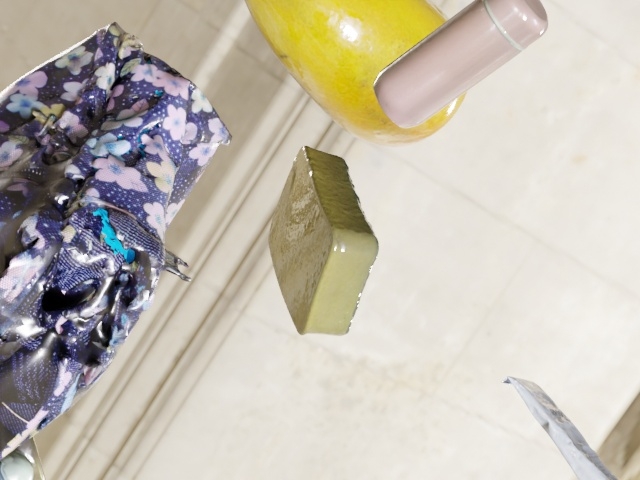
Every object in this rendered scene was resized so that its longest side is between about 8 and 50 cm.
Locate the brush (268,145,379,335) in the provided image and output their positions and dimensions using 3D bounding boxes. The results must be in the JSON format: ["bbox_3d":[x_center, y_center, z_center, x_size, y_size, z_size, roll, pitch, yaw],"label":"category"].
[{"bbox_3d":[0.000,0.000,1.330,0.059,0.123,0.197,12,-151,-20],"label":"brush"}]

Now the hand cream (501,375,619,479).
[{"bbox_3d":[0.117,0.095,0.587,0.030,0.019,0.093,16,-146,-54],"label":"hand cream"}]

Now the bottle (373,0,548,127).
[{"bbox_3d":[0.106,-0.142,0.995,0.053,0.140,0.053,38,-148,-30],"label":"bottle"}]

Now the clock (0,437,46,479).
[{"bbox_3d":[-0.266,0.227,1.016,0.146,0.243,0.199,-15,-173,-21],"label":"clock"}]

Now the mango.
[{"bbox_3d":[0.037,-0.224,1.423,0.317,0.173,0.211,36,-170,-36],"label":"mango"}]

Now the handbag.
[{"bbox_3d":[-0.157,0.016,0.643,0.127,0.228,0.208,45,-151,-17],"label":"handbag"}]
